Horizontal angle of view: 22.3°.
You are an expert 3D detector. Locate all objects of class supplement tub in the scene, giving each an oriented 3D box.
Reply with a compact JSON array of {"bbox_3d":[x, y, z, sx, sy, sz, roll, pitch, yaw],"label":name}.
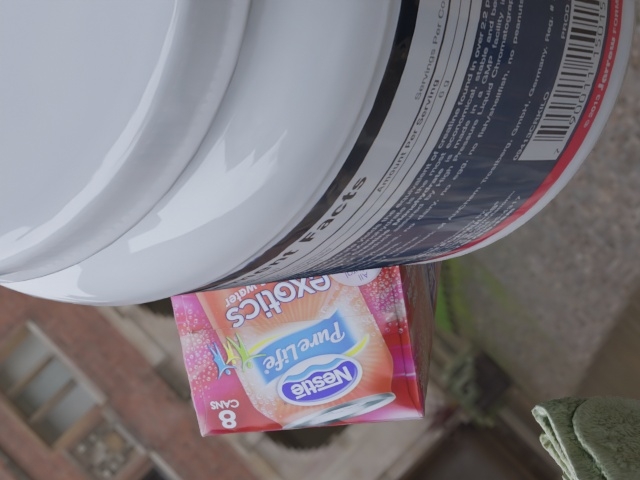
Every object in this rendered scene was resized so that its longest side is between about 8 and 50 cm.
[{"bbox_3d":[-0.030,-0.080,0.509,0.191,0.191,0.272,44,-157,21],"label":"supplement tub"}]

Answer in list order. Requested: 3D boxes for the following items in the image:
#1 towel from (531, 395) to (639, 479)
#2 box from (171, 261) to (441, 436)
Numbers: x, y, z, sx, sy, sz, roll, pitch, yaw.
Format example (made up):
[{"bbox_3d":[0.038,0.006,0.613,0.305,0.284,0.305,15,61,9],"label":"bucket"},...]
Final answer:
[{"bbox_3d":[0.140,0.092,0.489,0.148,0.027,0.110,12,-147,-32],"label":"towel"},{"bbox_3d":[0.000,0.000,0.960,0.257,0.128,0.122,-75,-22,-66],"label":"box"}]
